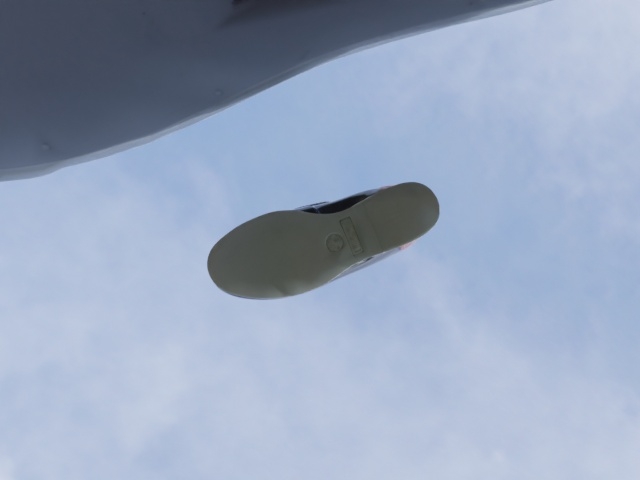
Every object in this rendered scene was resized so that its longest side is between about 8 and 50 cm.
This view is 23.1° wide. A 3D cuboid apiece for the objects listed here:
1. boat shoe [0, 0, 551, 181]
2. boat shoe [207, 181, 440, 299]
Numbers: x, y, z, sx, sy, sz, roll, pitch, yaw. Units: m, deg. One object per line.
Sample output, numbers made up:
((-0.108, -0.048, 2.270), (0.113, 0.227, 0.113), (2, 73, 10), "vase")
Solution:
((-0.056, -0.129, 0.594), (0.367, 0.136, 0.156), (-17, -158, -3), "boat shoe")
((0.000, 0.000, 0.876), (0.137, 0.043, 0.049), (-19, -88, -14), "boat shoe")
